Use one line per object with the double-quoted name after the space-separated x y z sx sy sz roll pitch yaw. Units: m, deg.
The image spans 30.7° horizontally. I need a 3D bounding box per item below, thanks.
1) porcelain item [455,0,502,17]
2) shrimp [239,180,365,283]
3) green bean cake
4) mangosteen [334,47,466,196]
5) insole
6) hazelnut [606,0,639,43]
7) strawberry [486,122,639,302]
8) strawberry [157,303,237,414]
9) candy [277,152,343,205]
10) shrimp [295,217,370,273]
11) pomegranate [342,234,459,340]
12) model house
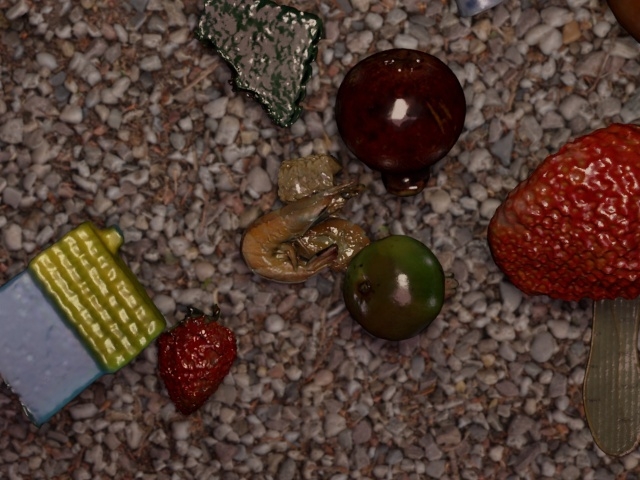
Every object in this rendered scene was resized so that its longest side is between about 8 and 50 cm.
0.217 -0.495 1.888 0.141 0.141 0.259 -24 107 3 "porcelain item"
-0.019 -0.013 1.945 0.251 0.052 0.143 -30 118 23 "shrimp"
-0.110 -0.303 1.922 0.208 0.107 0.193 18 101 -2 "green bean cake"
0.131 -0.184 1.903 0.215 0.215 0.258 -3 126 0 "mangosteen"
0.521 0.213 2.048 0.119 0.009 0.348 0 98 0 "insole"
0.623 -0.473 1.799 0.359 0.359 0.410 7 107 -1 "hazelnut"
0.437 -0.042 1.891 0.351 0.267 0.312 -18 128 18 "strawberry"
-0.218 0.206 2.006 0.140 0.085 0.192 41 98 -8 "strawberry"
-0.014 -0.097 1.970 0.110 0.085 0.095 -4 90 11 "candy"
0.000 0.000 2.002 0.184 0.043 0.091 14 91 -9 "shrimp"
0.143 0.077 1.959 0.209 0.180 0.180 -5 101 -39 "pomegranate"
-0.418 0.123 1.933 0.303 0.215 0.237 -36 96 1 "model house"
